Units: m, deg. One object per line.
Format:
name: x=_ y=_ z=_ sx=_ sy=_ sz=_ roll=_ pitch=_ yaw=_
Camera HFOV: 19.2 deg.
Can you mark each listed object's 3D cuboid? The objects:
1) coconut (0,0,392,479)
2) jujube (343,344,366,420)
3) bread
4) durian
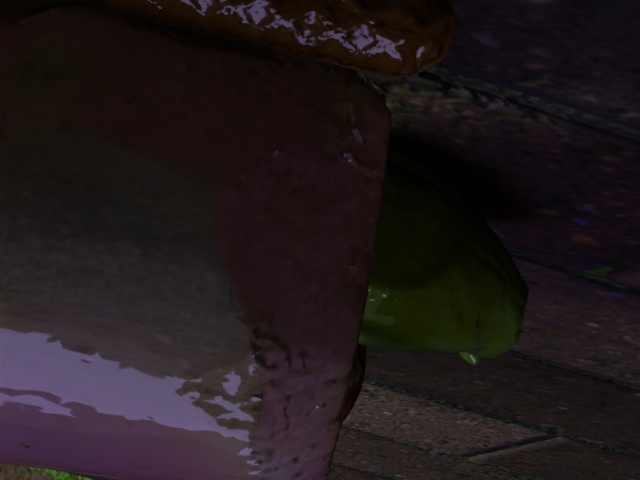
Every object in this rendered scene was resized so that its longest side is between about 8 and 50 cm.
coconut: x=-0.097 y=-0.003 z=0.858 sx=0.245 sy=0.233 sz=0.233 roll=11 pitch=165 yaw=2
jujube: x=-0.079 y=0.040 z=1.151 sx=0.236 sy=0.168 sz=0.168 roll=40 pitch=154 yaw=-24
bread: x=-0.021 y=-0.101 z=0.777 sx=0.157 sy=0.044 sz=0.052 roll=13 pitch=171 yaw=1
durian: x=0.000 y=0.000 z=1.021 sx=0.250 sy=0.101 sz=0.139 roll=18 pitch=165 yaw=-19
